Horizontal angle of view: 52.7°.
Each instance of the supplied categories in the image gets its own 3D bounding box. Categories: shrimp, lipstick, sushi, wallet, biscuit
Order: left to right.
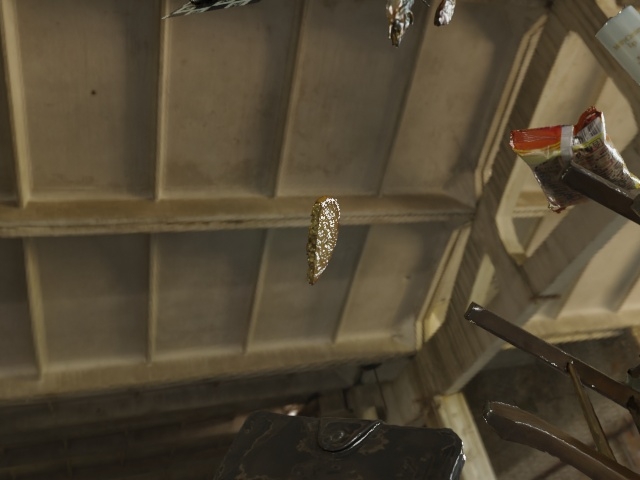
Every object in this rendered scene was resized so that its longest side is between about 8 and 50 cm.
[{"bbox_3d":[-0.152,-0.453,1.116,0.215,0.192,0.050,4,-52,31],"label":"sushi"},{"bbox_3d":[0.006,-0.011,1.395,0.025,0.126,0.206,18,-59,21],"label":"biscuit"},{"bbox_3d":[0.011,0.322,0.861,0.378,0.197,0.051,-6,-51,38],"label":"wallet"},{"bbox_3d":[0.177,-0.426,1.143,0.144,0.251,0.052,26,-22,-18],"label":"shrimp"},{"bbox_3d":[0.470,-0.194,0.849,0.059,0.264,0.059,-36,-8,-6],"label":"lipstick"}]

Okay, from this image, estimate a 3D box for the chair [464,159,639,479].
[{"bbox_3d":[0.264,0.094,0.385,0.319,0.186,0.160,30,-74,0],"label":"chair"}]

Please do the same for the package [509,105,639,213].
[{"bbox_3d":[0.572,-0.164,1.460,0.223,0.108,0.288,-15,-49,41],"label":"package"}]
